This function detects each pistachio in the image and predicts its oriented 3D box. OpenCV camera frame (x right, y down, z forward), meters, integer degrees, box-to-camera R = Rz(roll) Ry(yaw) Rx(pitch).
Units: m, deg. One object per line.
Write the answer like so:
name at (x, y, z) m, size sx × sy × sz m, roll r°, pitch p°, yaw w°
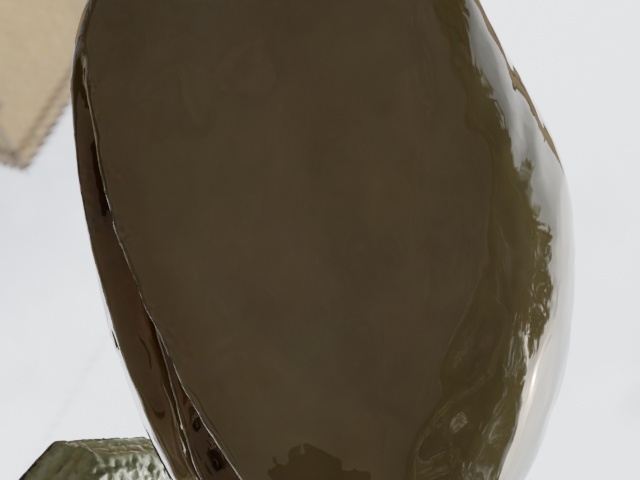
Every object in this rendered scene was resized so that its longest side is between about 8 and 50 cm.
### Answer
pistachio at (0.000, 0.000, 0.400) m, size 0.113 × 0.113 × 0.149 m, roll -11°, pitch -115°, yaw 6°

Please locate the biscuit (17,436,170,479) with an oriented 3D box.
biscuit at (-0.155, 0.238, 1.085) m, size 0.052 × 0.150 × 0.252 m, roll 14°, pitch -87°, yaw 33°
